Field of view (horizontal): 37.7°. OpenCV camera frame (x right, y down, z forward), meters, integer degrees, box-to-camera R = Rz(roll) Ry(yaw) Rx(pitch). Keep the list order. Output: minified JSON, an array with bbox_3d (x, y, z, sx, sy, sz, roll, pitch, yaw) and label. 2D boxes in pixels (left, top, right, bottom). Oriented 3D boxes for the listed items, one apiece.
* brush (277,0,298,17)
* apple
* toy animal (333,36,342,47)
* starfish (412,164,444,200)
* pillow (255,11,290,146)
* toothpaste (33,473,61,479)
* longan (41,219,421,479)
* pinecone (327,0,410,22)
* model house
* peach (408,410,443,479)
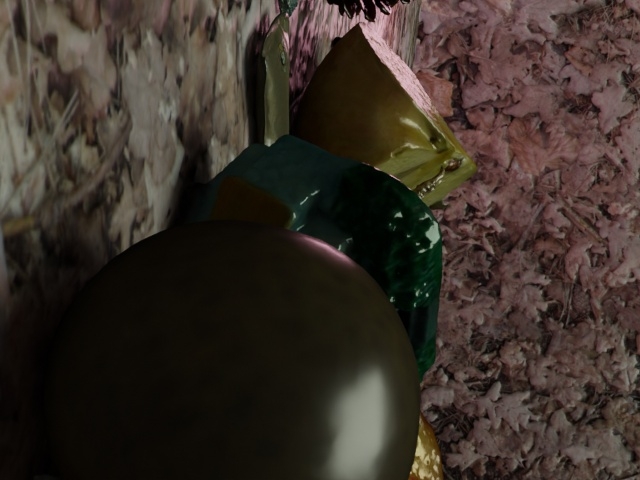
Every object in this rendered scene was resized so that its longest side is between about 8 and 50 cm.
[{"bbox_3d":[-0.044,-0.345,1.069,0.196,0.021,0.070,80,19,-55],"label":"brush"},{"bbox_3d":[0.079,-0.142,1.306,0.309,0.252,0.314,14,89,-61],"label":"apple"},{"bbox_3d":[0.048,-0.172,1.563,0.195,0.090,0.324,-55,149,-72],"label":"toy animal"},{"bbox_3d":[0.030,0.039,1.305,0.301,0.084,0.293,-38,160,-19],"label":"starfish"},{"bbox_3d":[-0.054,-0.152,1.098,0.130,0.033,0.217,-69,164,-54],"label":"pillow"},{"bbox_3d":[-0.153,0.213,0.725,0.058,0.056,0.314,53,2,15],"label":"toothpaste"},{"bbox_3d":[-0.057,0.113,0.607,0.258,0.258,0.258,7,90,-81],"label":"longan"},{"bbox_3d":[0.080,-0.403,1.277,0.208,0.208,0.208,7,90,-81],"label":"pinecone"},{"bbox_3d":[-0.049,0.088,0.864,0.249,0.230,0.280,-47,150,-31],"label":"model house"},{"bbox_3d":[0.029,0.283,1.204,0.338,0.281,0.281,87,13,-50],"label":"peach"}]
